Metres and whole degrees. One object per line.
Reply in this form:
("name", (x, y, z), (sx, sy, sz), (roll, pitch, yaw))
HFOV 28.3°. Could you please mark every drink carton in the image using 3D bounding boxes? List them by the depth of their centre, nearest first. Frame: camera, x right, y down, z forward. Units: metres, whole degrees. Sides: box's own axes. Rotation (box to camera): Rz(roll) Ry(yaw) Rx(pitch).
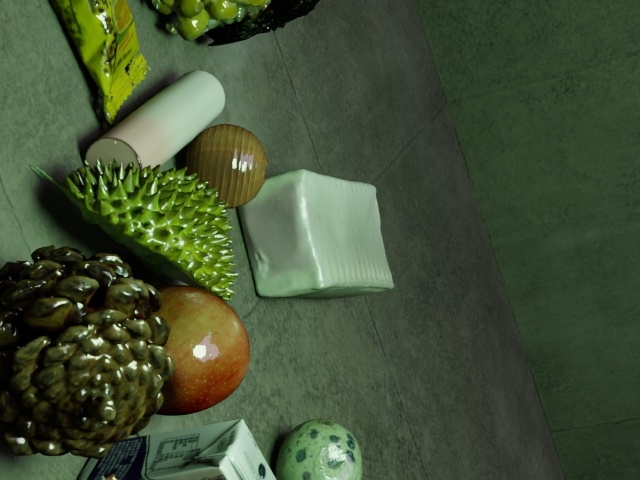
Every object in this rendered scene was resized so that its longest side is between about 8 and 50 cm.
("drink carton", (-0.174, 0.314, 1.576), (0.134, 0.222, 0.102), (66, 25, -23))

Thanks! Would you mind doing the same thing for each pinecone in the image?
("pinecone", (-0.278, 0.123, 1.445), (0.257, 0.243, 0.243), (-103, 171, -71))

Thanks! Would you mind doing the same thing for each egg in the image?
("egg", (-0.003, 0.375, 2.047), (0.141, 0.141, 0.181), (51, 32, -46))

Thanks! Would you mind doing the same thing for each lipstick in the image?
("lipstick", (-0.237, -0.165, 1.876), (0.087, 0.087, 0.327), (69, 24, -17))

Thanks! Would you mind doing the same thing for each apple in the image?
("apple", (-0.188, 0.150, 1.694), (0.181, 0.181, 0.168), (67, 28, -20))

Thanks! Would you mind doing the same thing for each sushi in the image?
("sushi", (-0.134, -0.495, 2.014), (0.285, 0.329, 0.328), (-17, 98, -73))

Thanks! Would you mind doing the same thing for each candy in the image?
("candy", (-0.319, -0.327, 1.794), (0.187, 0.081, 0.297), (-69, 151, -53))
("candy", (-0.002, -0.002, 2.259), (0.359, 0.145, 0.208), (4, 75, -66))

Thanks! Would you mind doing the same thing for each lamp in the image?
("lamp", (-0.148, -0.116, 1.995), (0.136, 0.136, 0.136), (45, 38, -51))

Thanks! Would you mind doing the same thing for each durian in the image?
("durian", (-0.216, -0.003, 1.720), (0.355, 0.169, 0.157), (43, 37, -53))

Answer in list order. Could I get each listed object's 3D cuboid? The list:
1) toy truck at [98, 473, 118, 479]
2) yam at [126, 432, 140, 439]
("toy truck", (-0.222, 0.428, 1.290), (0.387, 0.173, 0.207), (-115, -179, -59))
("yam", (-0.277, 0.239, 1.629), (0.033, 0.027, 0.129), (-55, 145, -7))
